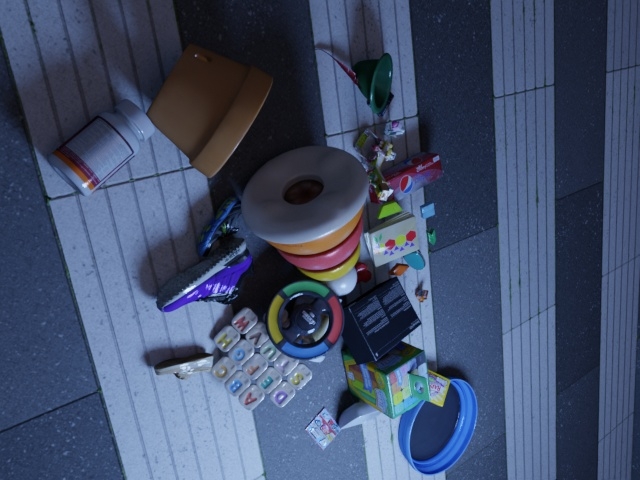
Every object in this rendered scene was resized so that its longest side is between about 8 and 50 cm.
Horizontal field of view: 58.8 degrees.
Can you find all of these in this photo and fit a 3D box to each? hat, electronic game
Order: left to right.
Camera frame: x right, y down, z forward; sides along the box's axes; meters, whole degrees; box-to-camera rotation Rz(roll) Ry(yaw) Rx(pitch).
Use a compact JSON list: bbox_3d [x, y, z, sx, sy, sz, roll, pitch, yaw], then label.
[{"bbox_3d":[-0.043,0.225,1.615,0.229,0.048,0.229,2,83,-12],"label":"electronic game"},{"bbox_3d":[0.108,-0.506,1.735,0.173,0.183,0.209,-55,153,-40],"label":"hat"}]

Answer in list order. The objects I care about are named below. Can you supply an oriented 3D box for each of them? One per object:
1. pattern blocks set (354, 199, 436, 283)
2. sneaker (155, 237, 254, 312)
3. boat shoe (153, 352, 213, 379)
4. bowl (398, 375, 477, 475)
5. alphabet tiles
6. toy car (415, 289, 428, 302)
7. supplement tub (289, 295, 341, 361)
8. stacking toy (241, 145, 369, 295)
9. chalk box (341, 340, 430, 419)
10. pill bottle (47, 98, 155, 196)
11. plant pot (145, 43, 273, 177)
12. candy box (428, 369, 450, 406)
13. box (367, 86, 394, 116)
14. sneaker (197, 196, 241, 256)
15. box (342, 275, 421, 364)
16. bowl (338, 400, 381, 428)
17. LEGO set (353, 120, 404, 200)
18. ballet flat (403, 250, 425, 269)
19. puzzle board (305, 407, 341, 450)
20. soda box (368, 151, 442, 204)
[{"bbox_3d":[0.234,-0.001,1.860,0.324,0.026,0.286,-14,122,-17],"label":"pattern blocks set"},{"bbox_3d":[-0.291,0.128,1.525,0.293,0.102,0.146,-36,120,-25],"label":"sneaker"},{"bbox_3d":[-0.368,0.350,1.541,0.170,0.063,0.059,-5,97,-36],"label":"boat shoe"},{"bbox_3d":[0.461,0.719,2.226,0.391,0.077,0.392,-8,104,-35],"label":"bowl"},{"bbox_3d":[-0.162,0.333,1.621,0.278,0.021,0.284,-44,95,-5],"label":"alphabet tiles"},{"bbox_3d":[0.353,0.233,2.057,0.040,0.060,0.122,22,78,-6],"label":"toy car"},{"bbox_3d":[-0.025,0.252,1.722,0.144,0.144,0.200,23,86,-37],"label":"supplement tub"},{"bbox_3d":[0.000,0.000,1.646,0.350,0.350,0.480,-43,141,-21],"label":"stacking toy"},{"bbox_3d":[0.237,0.447,1.867,0.179,0.289,0.180,-23,112,-31],"label":"chalk box"},{"bbox_3d":[-0.492,-0.213,1.291,0.221,0.121,0.121,-48,123,-19],"label":"pill bottle"},{"bbox_3d":[-0.275,-0.323,1.347,0.203,0.291,0.291,31,81,-20],"label":"plant pot"},{"bbox_3d":[0.377,0.524,2.092,0.205,0.027,0.105,27,73,-13],"label":"candy box"},{"bbox_3d":[0.192,-0.448,1.811,0.067,0.018,0.083,37,77,-35],"label":"box"},{"bbox_3d":[-0.264,-0.030,1.533,0.078,0.067,0.188,43,71,-28],"label":"sneaker"},{"bbox_3d":[0.185,0.256,1.836,0.261,0.103,0.184,-26,86,-42],"label":"box"},{"bbox_3d":[0.137,0.589,1.941,0.141,0.142,0.053,-1,56,-36],"label":"bowl"},{"bbox_3d":[0.166,-0.252,1.764,0.107,0.132,0.287,34,57,-31],"label":"LEGO set"},{"bbox_3d":[0.306,0.024,1.970,0.213,0.072,0.068,42,47,-37],"label":"ballet flat"},{"bbox_3d":[0.012,0.639,1.918,0.096,0.011,0.128,-45,122,-21],"label":"puzzle board"},{"bbox_3d":[0.281,-0.208,1.881,0.263,0.092,0.084,-29,118,-28],"label":"soda box"}]
